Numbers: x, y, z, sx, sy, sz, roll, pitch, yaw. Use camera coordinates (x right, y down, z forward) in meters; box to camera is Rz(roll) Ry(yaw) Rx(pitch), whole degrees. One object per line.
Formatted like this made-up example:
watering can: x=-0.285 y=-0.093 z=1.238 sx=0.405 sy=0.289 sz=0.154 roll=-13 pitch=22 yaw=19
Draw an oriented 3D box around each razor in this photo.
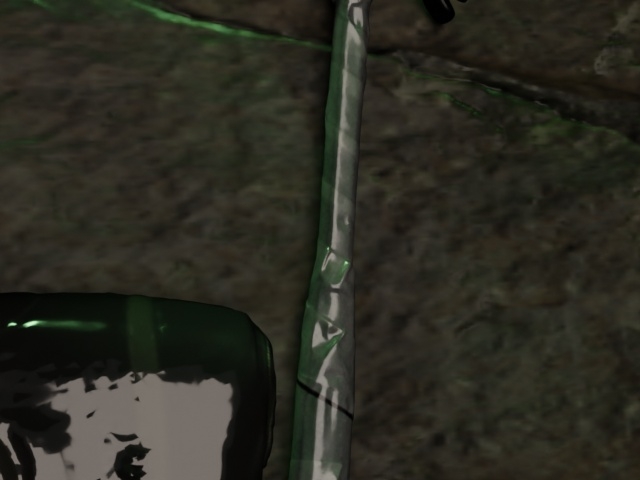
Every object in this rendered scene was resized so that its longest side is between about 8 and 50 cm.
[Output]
razor: x=-0.187 y=0.123 z=0.596 sx=0.349 sy=0.113 sz=0.204 roll=4 pitch=81 yaw=-16

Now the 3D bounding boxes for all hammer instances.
hammer: x=0.000 y=0.000 z=0.714 sx=0.152 sy=0.044 sz=0.427 roll=9 pitch=82 yaw=-18
